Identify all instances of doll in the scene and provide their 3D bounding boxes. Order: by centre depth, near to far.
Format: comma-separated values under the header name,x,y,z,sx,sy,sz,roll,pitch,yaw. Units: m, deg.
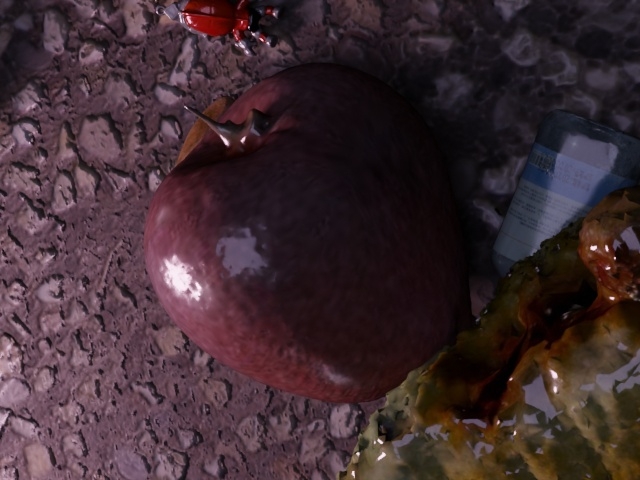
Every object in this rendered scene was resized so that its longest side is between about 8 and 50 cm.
name,x,y,z,sx,sy,sz,roll,pitch,yaw
doll,-0.092,-0.204,1.036,0.114,0.039,0.057,10,132,6

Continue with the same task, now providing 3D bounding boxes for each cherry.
name,x,y,z,sx,sy,sz,roll,pitch,yaw
cherry,0.000,0.000,0.916,0.307,0.261,0.221,45,149,-15

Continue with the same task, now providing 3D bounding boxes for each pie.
name,x,y,z,sx,sy,sz,roll,pitch,yaw
pie,0.227,0.191,0.873,0.395,0.180,0.418,33,111,-11

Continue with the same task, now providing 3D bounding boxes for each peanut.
name,x,y,z,sx,sy,sz,roll,pitch,yaw
peanut,-0.096,-0.055,1.033,0.076,0.076,0.152,12,96,19

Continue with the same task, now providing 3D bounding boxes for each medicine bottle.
name,x,y,z,sx,sy,sz,roll,pitch,yaw
medicine bottle,0.191,0.001,0.942,0.090,0.054,0.208,23,104,15
